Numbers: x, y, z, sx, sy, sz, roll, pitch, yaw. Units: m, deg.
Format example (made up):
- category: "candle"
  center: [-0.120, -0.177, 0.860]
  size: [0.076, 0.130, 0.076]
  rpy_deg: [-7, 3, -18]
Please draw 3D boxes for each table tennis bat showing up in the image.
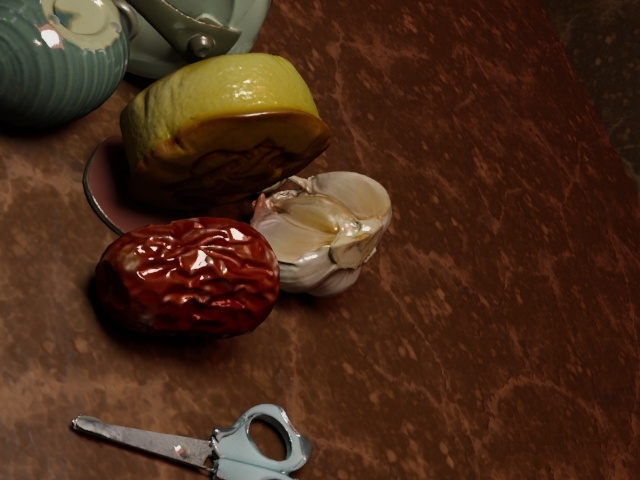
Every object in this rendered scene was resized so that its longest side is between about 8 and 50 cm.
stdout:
- category: "table tennis bat"
  center: [-0.241, -0.094, 1.593]
  size: [0.138, 0.022, 0.246]
  rpy_deg: [43, 37, -20]

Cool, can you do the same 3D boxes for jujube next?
- category: "jujube"
  center: [-0.161, 0.049, 1.447]
  size: [0.230, 0.155, 0.155]
  rpy_deg: [-4, 64, -43]

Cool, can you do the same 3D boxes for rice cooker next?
- category: "rice cooker"
  center: [-0.204, -0.413, 1.647]
  size: [0.335, 0.335, 0.325]
  rpy_deg: [41, 35, -20]

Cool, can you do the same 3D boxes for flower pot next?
- category: "flower pot"
  center: [-0.340, -0.238, 1.469]
  size: [0.189, 0.157, 0.243]
  rpy_deg: [51, 31, -3]

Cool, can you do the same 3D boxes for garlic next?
- category: "garlic"
  center: [0.000, 0.000, 1.707]
  size: [0.229, 0.143, 0.178]
  rpy_deg: [-37, 50, -26]

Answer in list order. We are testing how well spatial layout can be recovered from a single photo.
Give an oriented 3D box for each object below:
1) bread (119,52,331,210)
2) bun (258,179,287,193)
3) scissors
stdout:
- category: "bread"
  center: [-0.127, -0.132, 1.526]
  size: [0.270, 0.270, 0.148]
  rpy_deg: [3, 63, -51]
- category: "bun"
  center: [-0.097, -0.178, 1.749]
  size: [0.222, 0.127, 0.222]
  rpy_deg: [34, 35, -29]
- category: "scissors"
  center: [-0.138, 0.252, 1.399]
  size: [0.360, 0.029, 0.191]
  rpy_deg: [25, 45, -38]
